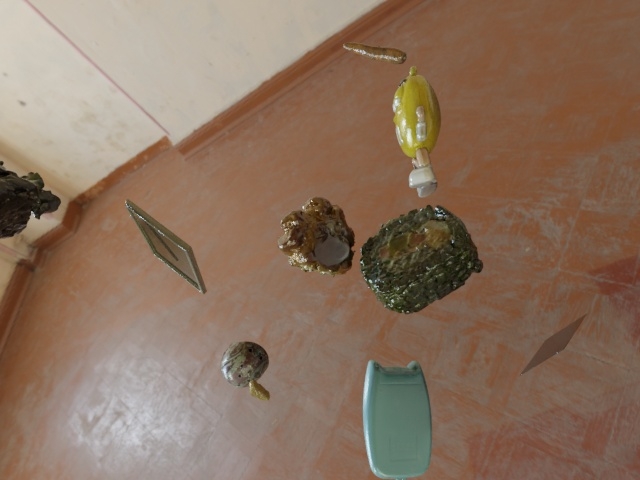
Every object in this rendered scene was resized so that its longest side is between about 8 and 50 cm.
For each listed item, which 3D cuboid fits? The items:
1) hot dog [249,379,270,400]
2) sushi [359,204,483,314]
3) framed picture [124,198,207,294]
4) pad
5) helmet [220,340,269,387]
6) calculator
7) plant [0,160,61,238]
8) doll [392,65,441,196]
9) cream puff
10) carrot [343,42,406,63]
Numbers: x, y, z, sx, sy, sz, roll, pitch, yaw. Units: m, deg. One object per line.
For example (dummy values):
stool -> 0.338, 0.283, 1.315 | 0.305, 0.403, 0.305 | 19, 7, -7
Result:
hot dog -> -0.185, 0.442, 1.210 | 0.034, 0.090, 0.030 | -29, 34, 12
sushi -> 0.298, 0.052, 1.319 | 0.352, 0.178, 0.294 | -32, 40, 9
framed picture -> -0.440, 0.031, 1.203 | 0.232, 0.315, 0.024 | 35, 65, 11
pad -> 0.664, 0.294, 1.177 | 0.004, 0.243, 0.163 | 50, 134, 19
helmet -> -0.267, 0.431, 1.399 | 0.177, 0.153, 0.107 | -45, 11, 35
calculator -> 0.265, 0.604, 1.396 | 0.054, 0.256, 0.386 | 144, 130, -63
plant -> -0.590, -0.073, 0.753 | 0.131, 0.142, 0.203 | -58, 13, 12
doll -> 0.351, -0.362, 1.485 | 0.161, 0.348, 0.423 | -6, 56, 5
cream puff -> 0.000, 0.000, 1.226 | 0.241, 0.269, 0.155 | -47, 30, -23
carrot -> 0.128, -0.450, 0.991 | 0.165, 0.035, 0.035 | 19, 69, 20
